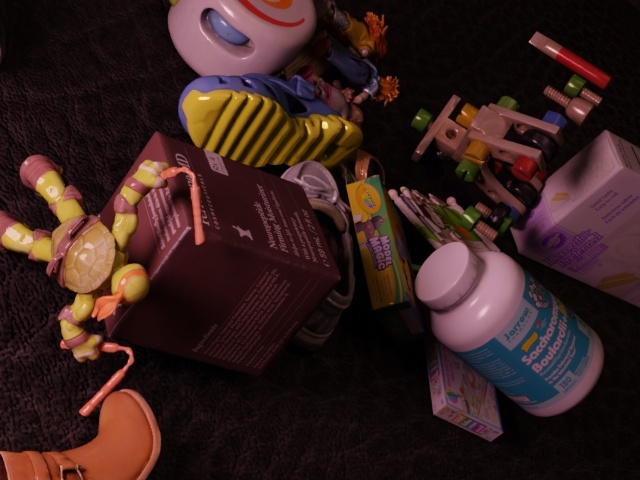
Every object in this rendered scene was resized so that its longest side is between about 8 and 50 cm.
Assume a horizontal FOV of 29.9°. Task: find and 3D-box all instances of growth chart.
[{"bbox_3d":[0.190,-0.024,1.815,0.172,0.021,0.237,49,22,24],"label":"growth chart"}]

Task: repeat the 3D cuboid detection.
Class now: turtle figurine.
[{"bbox_3d":[-0.241,0.020,1.184,0.217,0.270,0.087,31,14,32],"label":"turtle figurine"}]

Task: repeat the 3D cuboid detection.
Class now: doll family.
[{"bbox_3d":[0.051,-0.287,1.879,0.163,0.118,0.263,32,39,-38],"label":"doll family"}]

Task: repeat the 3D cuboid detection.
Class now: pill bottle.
[{"bbox_3d":[0.245,0.112,1.588,0.264,0.146,0.146,38,32,-27],"label":"pill bottle"}]

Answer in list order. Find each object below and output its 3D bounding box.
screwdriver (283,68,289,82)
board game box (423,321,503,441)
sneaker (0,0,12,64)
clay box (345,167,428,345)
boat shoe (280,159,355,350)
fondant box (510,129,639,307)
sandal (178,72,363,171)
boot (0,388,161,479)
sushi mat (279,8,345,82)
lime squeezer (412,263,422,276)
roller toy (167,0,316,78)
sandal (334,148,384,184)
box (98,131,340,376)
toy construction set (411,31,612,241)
[{"bbox_3d":[-0.056,-0.269,1.829,0.025,0.024,0.170,46,24,-57],"label":"screwdriver"},{"bbox_3d":[0.192,0.188,1.625,0.103,0.026,0.154,28,36,-25],"label":"board game box"},{"bbox_3d":[-0.420,-0.287,1.316,0.286,0.109,0.130,43,31,-62],"label":"sneaker"},{"bbox_3d":[0.087,0.014,1.597,0.127,0.053,0.222,56,20,-59],"label":"clay box"},{"bbox_3d":[-0.002,0.000,1.543,0.118,0.103,0.320,32,34,-21],"label":"boat shoe"},{"bbox_3d":[0.517,-0.026,2.032,0.330,0.238,0.096,23,40,-31],"label":"fondant box"},{"bbox_3d":[-0.083,-0.175,1.645,0.317,0.126,0.138,9,43,-54],"label":"sandal"},{"bbox_3d":[-0.226,0.207,1.095,0.152,0.073,0.197,17,39,-31],"label":"boot"},{"bbox_3d":[-0.034,-0.340,1.965,0.151,0.019,0.316,42,33,-3],"label":"sushi mat"},{"bbox_3d":[0.228,0.094,1.734,0.310,0.059,0.110,40,22,-10],"label":"lime squeezer"},{"bbox_3d":[-0.107,-0.323,1.728,0.209,0.146,0.191,5,54,-39],"label":"roller toy"},{"bbox_3d":[0.070,-0.096,1.781,0.072,0.049,0.180,-5,58,-51],"label":"sandal"},{"bbox_3d":[-0.120,0.019,1.310,0.203,0.167,0.168,20,32,-35],"label":"box"},{"bbox_3d":[0.274,-0.188,1.888,0.237,0.309,0.257,36,10,12],"label":"toy construction set"}]
